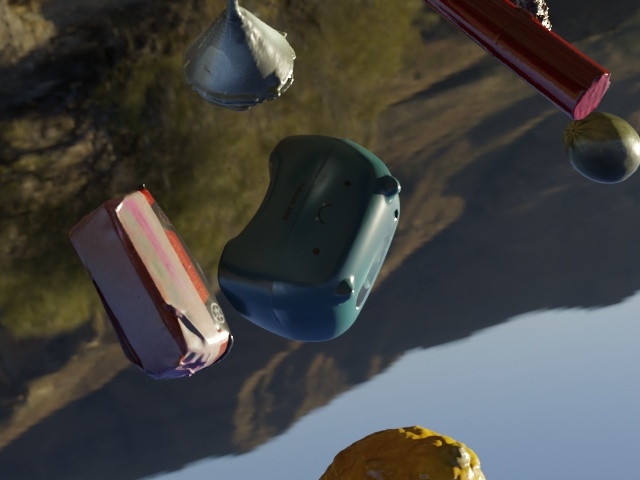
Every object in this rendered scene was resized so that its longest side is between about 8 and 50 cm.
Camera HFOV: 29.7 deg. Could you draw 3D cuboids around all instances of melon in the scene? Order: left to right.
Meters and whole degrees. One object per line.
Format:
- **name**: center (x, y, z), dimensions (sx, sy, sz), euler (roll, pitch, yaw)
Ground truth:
- **melon**: center (0.407, -0.135, 1.749), dimensions (0.130, 0.098, 0.098), euler (21, 159, -29)

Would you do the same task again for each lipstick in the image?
- **lipstick**: center (0.234, -0.255, 1.498), dimensions (0.073, 0.279, 0.073), euler (-35, 152, -22)

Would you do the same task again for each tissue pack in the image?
- **tissue pack**: center (0.000, 0.000, 1.758), dimensions (0.206, 0.287, 0.198), euler (16, 155, 23)

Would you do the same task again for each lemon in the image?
- **lemon**: center (0.064, 0.220, 0.967), dimensions (0.142, 0.142, 0.187), euler (-15, 149, -49)

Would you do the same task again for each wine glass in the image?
- **wine glass**: center (-0.106, -0.287, 1.464), dimensions (0.156, 0.156, 0.232), euler (-16, 148, -10)

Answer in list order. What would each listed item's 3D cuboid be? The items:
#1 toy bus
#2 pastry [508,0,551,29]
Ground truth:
- **toy bus**: center (-0.263, 0.073, 1.871), dimensions (0.127, 0.303, 0.147), euler (-29, 177, 26)
- **pastry**: center (0.365, -0.429, 2.225), dimensions (0.115, 0.209, 0.097), euler (-15, -159, 28)
